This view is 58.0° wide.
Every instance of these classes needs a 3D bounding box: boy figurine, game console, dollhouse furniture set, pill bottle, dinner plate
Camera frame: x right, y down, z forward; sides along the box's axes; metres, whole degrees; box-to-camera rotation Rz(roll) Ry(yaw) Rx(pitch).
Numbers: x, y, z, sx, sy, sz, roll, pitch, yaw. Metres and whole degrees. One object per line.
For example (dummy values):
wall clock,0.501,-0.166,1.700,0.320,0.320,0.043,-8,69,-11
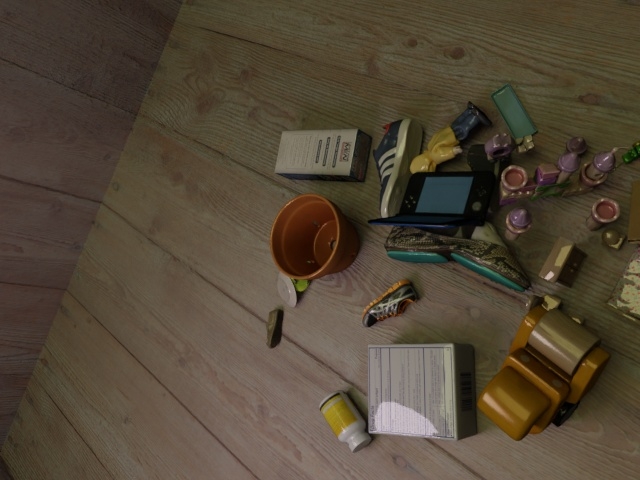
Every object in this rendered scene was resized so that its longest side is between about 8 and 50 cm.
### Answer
boy figurine,0.402,-0.300,1.820,0.285,0.092,0.177,-48,23,20
game console,0.324,-0.123,1.687,0.293,0.173,0.250,5,69,42
dollhouse furniture set,0.744,0.139,1.438,0.355,0.174,0.303,30,99,37
pill bottle,0.082,0.585,1.867,0.103,0.103,0.184,-49,56,17
dinner plate,-0.129,0.180,2.115,0.141,0.017,0.141,36,136,46

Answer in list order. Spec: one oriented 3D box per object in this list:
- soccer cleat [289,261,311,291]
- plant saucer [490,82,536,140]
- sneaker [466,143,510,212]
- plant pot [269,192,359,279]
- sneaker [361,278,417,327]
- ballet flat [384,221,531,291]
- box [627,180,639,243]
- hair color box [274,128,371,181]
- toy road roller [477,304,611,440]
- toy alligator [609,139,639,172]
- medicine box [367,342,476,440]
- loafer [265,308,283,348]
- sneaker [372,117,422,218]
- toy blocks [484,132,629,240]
soccer cleat,-0.105,0.056,2.146,0.121,0.093,0.289,-44,58,57
plant saucer,0.588,-0.388,1.763,0.067,0.018,0.192,-33,62,26
sneaker,0.501,-0.190,1.755,0.118,0.083,0.222,3,78,46
plant pot,0.000,0.000,1.992,0.291,0.203,0.291,-8,76,35
sneaker,0.219,0.217,1.862,0.215,0.084,0.083,-44,63,19
ballet flat,0.410,0.009,1.730,0.482,0.164,0.182,15,79,41
box,0.861,-0.076,1.436,0.164,0.021,0.201,-1,52,35
hair color box,0.005,-0.311,2.116,0.347,0.105,0.174,7,85,37
toy road roller,0.538,0.352,1.450,0.202,0.240,0.329,40,138,35
toy alligator,0.839,-0.234,1.524,0.189,0.051,0.056,-29,64,28
medicine box,0.295,0.440,1.714,0.289,0.149,0.263,-8,76,35
loafer,-0.176,0.327,2.145,0.050,0.056,0.148,1,71,37
sneaker,0.234,-0.234,1.931,0.148,0.131,0.350,6,78,44
toy blocks,0.603,-0.183,1.502,0.288,0.260,0.309,-8,73,7
